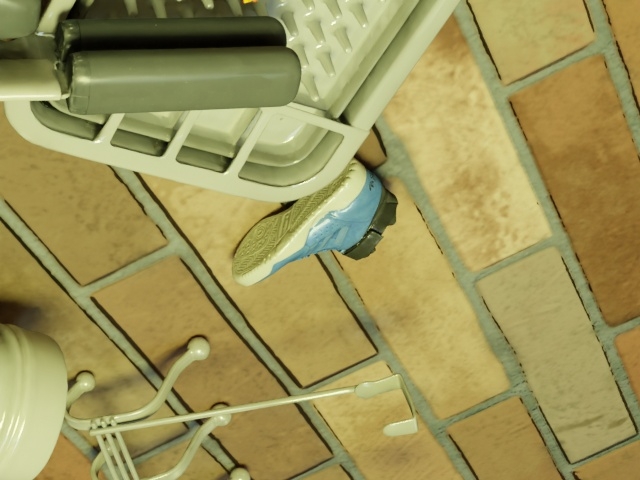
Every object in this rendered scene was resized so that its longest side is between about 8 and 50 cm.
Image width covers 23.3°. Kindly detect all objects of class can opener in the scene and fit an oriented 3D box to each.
[{"bbox_3d":[-0.147,-0.126,1.020,0.280,0.074,0.093,0,133,-22],"label":"can opener"}]

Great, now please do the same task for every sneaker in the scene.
[{"bbox_3d":[0.000,0.001,1.333,0.152,0.058,0.084,-43,126,14],"label":"sneaker"}]

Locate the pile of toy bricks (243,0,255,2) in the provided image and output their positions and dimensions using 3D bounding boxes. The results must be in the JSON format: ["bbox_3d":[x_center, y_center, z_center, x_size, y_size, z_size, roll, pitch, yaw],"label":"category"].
[{"bbox_3d":[-0.025,-0.221,0.947,0.118,0.105,0.212,-20,138,-2],"label":"pile of toy bricks"}]

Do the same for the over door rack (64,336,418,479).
[{"bbox_3d":[-0.057,0.201,1.469,0.324,0.108,0.239,-1,139,10],"label":"over door rack"}]

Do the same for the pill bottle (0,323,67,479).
[{"bbox_3d":[-0.367,0.104,1.207,0.318,0.176,0.176,16,127,-34],"label":"pill bottle"}]

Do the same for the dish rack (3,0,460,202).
[{"bbox_3d":[-0.048,-0.184,1.106,0.285,0.072,0.333,14,129,-32],"label":"dish rack"}]
